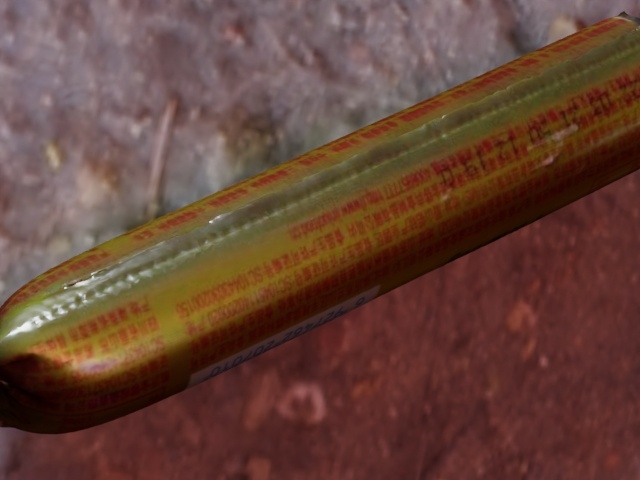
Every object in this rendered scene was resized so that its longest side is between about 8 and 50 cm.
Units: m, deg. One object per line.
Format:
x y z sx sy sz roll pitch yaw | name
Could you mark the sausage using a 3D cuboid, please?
0.000 0.000 0.812 0.371 0.082 0.082 -25 108 -26 | sausage
